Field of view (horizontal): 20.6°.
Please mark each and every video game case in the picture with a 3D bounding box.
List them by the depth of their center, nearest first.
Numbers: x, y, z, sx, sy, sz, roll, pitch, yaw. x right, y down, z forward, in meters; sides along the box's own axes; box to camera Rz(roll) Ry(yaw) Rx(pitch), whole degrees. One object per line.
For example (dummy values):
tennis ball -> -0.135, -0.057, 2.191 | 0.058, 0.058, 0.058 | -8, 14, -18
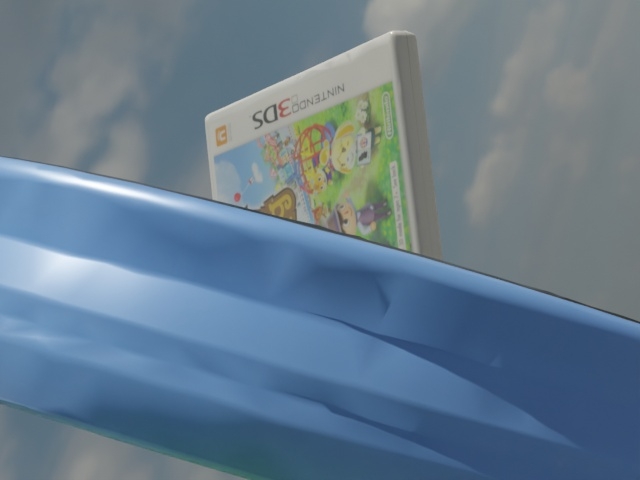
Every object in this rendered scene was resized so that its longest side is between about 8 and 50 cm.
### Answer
video game case -> 0.000, 0.000, 1.079 | 0.023, 0.193, 0.212 | 2, -104, -39

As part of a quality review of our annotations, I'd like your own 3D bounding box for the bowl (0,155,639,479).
bowl -> 0.008, 0.052, 0.659 | 0.391, 0.391, 0.077 | 40, -115, -76
